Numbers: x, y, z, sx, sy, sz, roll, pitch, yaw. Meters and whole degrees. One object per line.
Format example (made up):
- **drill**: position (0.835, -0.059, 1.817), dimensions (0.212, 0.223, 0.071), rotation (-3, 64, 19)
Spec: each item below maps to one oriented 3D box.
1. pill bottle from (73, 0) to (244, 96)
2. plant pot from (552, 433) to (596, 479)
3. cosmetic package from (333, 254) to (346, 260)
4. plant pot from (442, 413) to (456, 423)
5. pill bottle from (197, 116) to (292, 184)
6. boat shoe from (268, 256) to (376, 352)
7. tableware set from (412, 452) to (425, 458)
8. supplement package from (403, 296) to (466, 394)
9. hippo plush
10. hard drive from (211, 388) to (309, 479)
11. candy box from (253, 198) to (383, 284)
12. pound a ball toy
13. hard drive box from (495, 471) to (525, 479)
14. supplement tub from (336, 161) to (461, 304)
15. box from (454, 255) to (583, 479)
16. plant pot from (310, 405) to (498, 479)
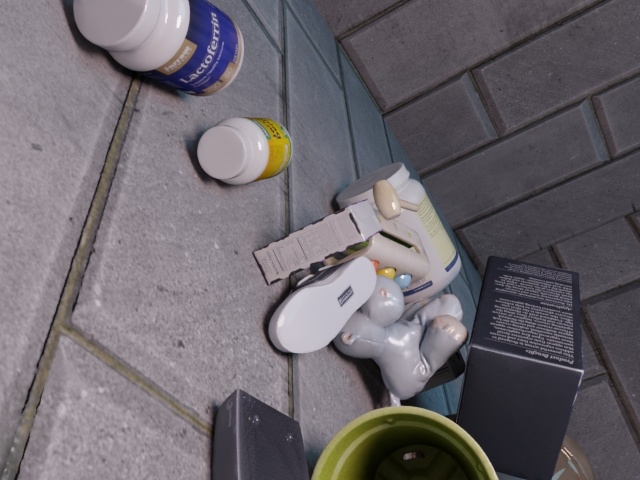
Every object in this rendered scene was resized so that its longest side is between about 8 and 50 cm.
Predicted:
- **pill bottle**: position (-0.242, -0.325, 0.995), dimensions (0.153, 0.153, 0.265), rotation (68, 19, 9)
- **plant pot**: position (0.479, 0.637, 1.580), dimensions (0.280, 0.323, 0.323), rotation (-8, 73, -53)
- **cosmetic package**: position (0.069, 0.073, 1.483), dimensions (0.099, 0.060, 0.239), rotation (7, 59, -62)
- **plant pot**: position (0.314, 0.499, 1.557), dimensions (0.109, 0.109, 0.096), rotation (57, 32, -23)
- **pill bottle**: position (-0.134, -0.160, 1.136), dimensions (0.117, 0.118, 0.208), rotation (64, 19, -2)
- **boat shoe**: position (-0.012, 0.112, 1.157), dimensions (0.301, 0.102, 0.108), rotation (-37, 110, -50)
- **tableware set**: position (0.246, 0.536, 1.411), dimensions (0.128, 0.039, 0.194), rotation (61, 18, -12)
- **supplement package**: position (0.246, 0.261, 1.588), dimensions (0.203, 0.149, 0.194), rotation (68, 18, 11)
- **hippo plush**: position (0.130, 0.192, 1.334), dimensions (0.236, 0.294, 0.234), rotation (33, 6, -11)
- **hard drive**: position (-0.068, 0.329, 0.790), dimensions (0.172, 0.054, 0.254), rotation (45, 27, -46)
- **candy box**: position (0.000, 0.000, 1.171), dimensions (0.070, 0.196, 0.165), rotation (64, 18, 0)
- **pound a ball toy**: position (0.143, 0.012, 1.363), dimensions (0.319, 0.208, 0.135), rotation (22, 46, -54)
- **hard drive box**: position (0.365, 0.567, 1.404), dimensions (0.089, 0.181, 0.232), rotation (53, 26, -67)
- **supplement tub**: position (0.204, -0.018, 1.701), dimensions (0.325, 0.235, 0.235), rotation (60, 19, -14)
- **box**: position (0.427, 0.260, 1.396), dimensions (0.395, 0.212, 0.293), rotation (-53, 150, -58)
- **plant pot**: position (0.146, 0.409, 1.003), dimensions (0.254, 0.276, 0.276), rotation (49, 21, -67)
